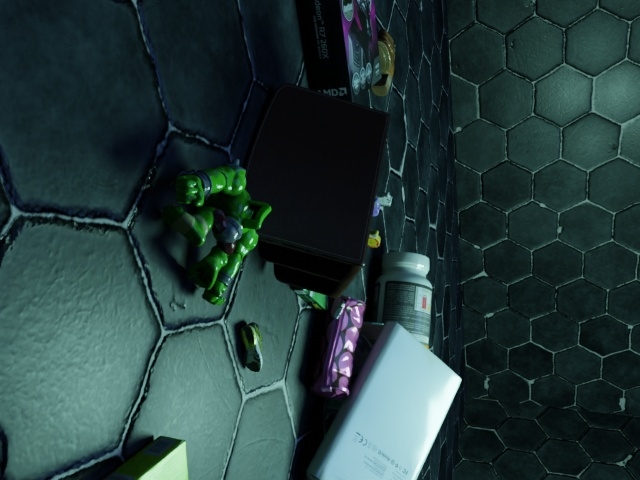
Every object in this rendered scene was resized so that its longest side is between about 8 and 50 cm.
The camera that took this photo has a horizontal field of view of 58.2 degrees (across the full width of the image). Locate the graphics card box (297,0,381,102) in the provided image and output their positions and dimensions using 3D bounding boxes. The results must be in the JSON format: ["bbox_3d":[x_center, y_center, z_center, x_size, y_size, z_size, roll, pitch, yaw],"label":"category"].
[{"bbox_3d":[0.035,-0.477,1.145,0.233,0.094,0.370,-54,141,-56],"label":"graphics card box"}]

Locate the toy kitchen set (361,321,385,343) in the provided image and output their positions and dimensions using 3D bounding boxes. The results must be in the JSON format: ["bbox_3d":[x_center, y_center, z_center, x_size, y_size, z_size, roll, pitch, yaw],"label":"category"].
[{"bbox_3d":[0.123,0.280,1.373,0.207,0.122,0.166,20,73,-67],"label":"toy kitchen set"}]

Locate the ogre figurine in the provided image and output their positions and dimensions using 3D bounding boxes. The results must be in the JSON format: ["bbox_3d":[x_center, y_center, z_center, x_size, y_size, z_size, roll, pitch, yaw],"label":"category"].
[{"bbox_3d":[-0.129,-0.018,0.751,0.118,0.097,0.197,-50,126,-42],"label":"ogre figurine"}]

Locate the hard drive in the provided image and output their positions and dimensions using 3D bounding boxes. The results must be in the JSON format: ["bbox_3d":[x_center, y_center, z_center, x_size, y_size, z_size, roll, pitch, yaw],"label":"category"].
[{"bbox_3d":[0.146,0.382,1.212,0.233,0.047,0.353,42,65,-20],"label":"hard drive"}]

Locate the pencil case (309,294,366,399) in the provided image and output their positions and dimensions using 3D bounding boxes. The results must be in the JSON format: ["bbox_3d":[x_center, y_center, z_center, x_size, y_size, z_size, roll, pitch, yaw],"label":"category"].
[{"bbox_3d":[0.034,0.218,1.187,0.098,0.095,0.209,94,7,-69],"label":"pencil case"}]

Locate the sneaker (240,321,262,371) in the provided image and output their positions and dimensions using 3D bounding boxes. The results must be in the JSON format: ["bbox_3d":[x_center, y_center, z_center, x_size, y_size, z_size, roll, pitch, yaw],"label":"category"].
[{"bbox_3d":[-0.103,0.168,0.912,0.035,0.031,0.083,-41,129,-63],"label":"sneaker"}]

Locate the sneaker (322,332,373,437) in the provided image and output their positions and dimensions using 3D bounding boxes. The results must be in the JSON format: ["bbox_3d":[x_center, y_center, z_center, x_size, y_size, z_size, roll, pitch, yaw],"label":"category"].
[{"bbox_3d":[0.060,0.335,1.239,0.122,0.110,0.282,1,90,-65],"label":"sneaker"}]

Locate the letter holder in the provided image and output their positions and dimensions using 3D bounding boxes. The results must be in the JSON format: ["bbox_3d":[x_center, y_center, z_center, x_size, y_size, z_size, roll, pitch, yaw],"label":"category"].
[{"bbox_3d":[-0.024,-0.088,0.979,0.152,0.215,0.301,119,-15,-61],"label":"letter holder"}]

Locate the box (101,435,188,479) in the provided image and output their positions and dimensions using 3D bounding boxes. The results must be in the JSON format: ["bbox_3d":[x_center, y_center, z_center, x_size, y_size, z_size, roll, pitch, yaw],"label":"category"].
[{"bbox_3d":[-0.196,0.335,0.669,0.109,0.042,0.178,-24,114,-66],"label":"box"}]

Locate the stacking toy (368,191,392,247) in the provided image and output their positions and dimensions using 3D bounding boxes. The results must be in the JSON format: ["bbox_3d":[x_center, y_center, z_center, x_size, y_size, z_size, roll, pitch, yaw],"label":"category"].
[{"bbox_3d":[0.127,-0.116,1.458,0.221,0.052,0.167,70,29,-41],"label":"stacking toy"}]

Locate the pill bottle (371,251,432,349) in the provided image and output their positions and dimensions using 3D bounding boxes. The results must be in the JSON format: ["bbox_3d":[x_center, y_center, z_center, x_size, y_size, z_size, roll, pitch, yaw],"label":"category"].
[{"bbox_3d":[0.222,0.180,1.568,0.162,0.162,0.278,41,53,-63],"label":"pill bottle"}]

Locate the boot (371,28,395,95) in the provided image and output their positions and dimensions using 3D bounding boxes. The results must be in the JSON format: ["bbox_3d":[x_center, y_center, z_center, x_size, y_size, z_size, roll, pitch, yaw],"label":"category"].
[{"bbox_3d":[0.155,-0.491,1.487,0.197,0.073,0.152,73,27,-66],"label":"boot"}]

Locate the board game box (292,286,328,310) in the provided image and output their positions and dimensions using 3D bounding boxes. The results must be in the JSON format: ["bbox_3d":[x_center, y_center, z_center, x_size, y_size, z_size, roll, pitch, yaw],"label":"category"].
[{"bbox_3d":[0.000,0.000,1.173,0.136,0.030,0.259,55,41,-60],"label":"board game box"}]
